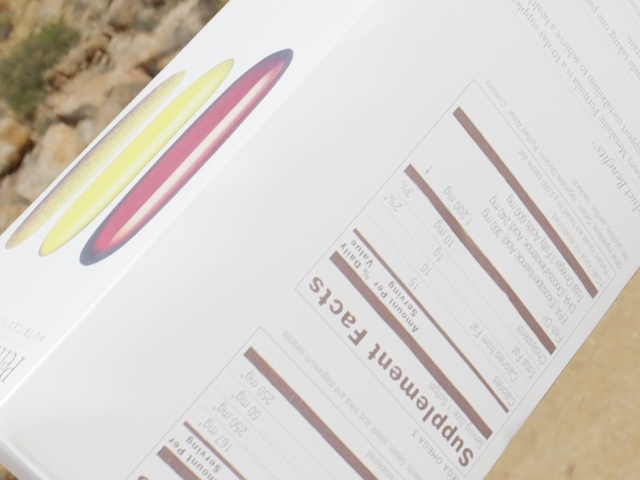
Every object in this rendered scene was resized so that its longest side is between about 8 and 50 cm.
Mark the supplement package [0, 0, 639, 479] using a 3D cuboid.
[{"bbox_3d":[0.000,0.000,0.418,0.244,0.134,0.139,-50,24,-19],"label":"supplement package"}]
